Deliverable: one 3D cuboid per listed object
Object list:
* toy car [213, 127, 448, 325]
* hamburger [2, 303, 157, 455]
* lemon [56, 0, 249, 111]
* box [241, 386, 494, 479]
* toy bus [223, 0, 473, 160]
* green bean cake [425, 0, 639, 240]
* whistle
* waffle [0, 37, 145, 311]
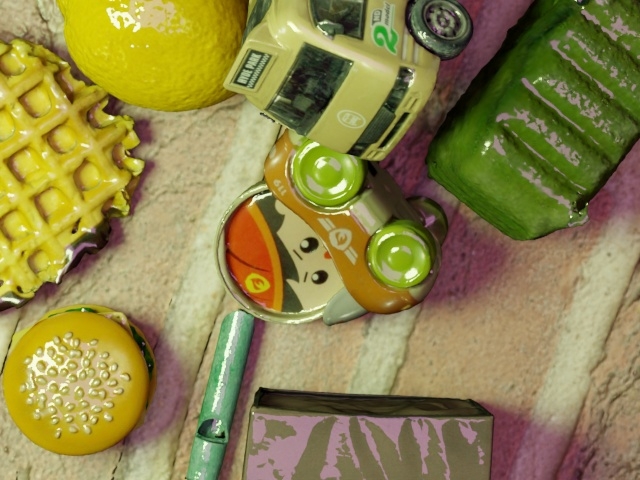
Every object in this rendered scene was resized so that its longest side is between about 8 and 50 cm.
[{"bbox_3d":[0.000,0.000,1.617,0.235,0.145,0.235,3,105,10],"label":"toy car"},{"bbox_3d":[-0.244,0.141,1.598,0.162,0.115,0.162,0,89,-3],"label":"hamburger"},{"bbox_3d":[-0.156,-0.219,1.563,0.244,0.187,0.186,17,90,-11],"label":"lemon"},{"bbox_3d":[0.043,0.233,1.586,0.252,0.188,0.153,3,91,-2],"label":"box"},{"bbox_3d":[0.032,-0.271,1.510,0.202,0.177,0.365,14,60,-14],"label":"toy bus"},{"bbox_3d":[0.228,-0.133,1.560,0.156,0.247,0.250,39,89,-4],"label":"green bean cake"},{"bbox_3d":[-0.103,0.163,1.647,0.039,0.039,0.186,14,90,-4],"label":"whistle"},{"bbox_3d":[-0.340,-0.053,1.579,0.307,0.060,0.311,24,90,-23],"label":"waffle"}]
